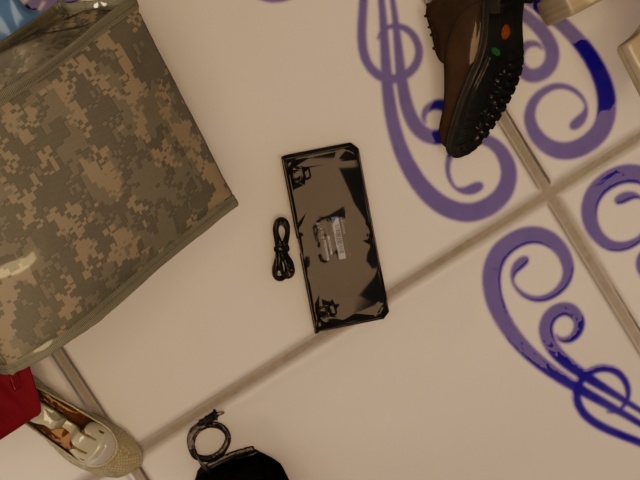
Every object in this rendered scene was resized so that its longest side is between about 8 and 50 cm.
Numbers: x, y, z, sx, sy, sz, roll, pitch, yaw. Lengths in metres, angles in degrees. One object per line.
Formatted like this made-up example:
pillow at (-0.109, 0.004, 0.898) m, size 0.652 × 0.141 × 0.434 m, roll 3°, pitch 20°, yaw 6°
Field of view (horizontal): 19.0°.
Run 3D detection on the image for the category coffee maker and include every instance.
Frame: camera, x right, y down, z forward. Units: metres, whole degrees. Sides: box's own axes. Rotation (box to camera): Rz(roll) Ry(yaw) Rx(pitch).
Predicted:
coffee maker at (-0.079, 0.271, 1.844) m, size 0.120 × 0.178 × 0.171 m, roll -45°, pitch 97°, yaw 1°

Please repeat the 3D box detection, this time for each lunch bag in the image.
lunch bag at (-0.255, -0.049, 1.734) m, size 0.287 × 0.169 × 0.235 m, roll -41°, pitch 117°, yaw -31°

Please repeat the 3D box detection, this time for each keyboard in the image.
keyboard at (0.000, 0.000, 1.901) m, size 0.108 × 0.023 × 0.180 m, roll -12°, pitch 96°, yaw -9°

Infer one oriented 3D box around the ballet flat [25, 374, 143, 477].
ballet flat at (-0.252, 0.187, 1.887) m, size 0.168 × 0.052 × 0.057 m, roll 32°, pitch 93°, yaw -6°

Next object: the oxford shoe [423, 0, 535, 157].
oxford shoe at (0.146, -0.194, 1.869) m, size 0.096 × 0.083 × 0.227 m, roll 24°, pitch 111°, yaw 34°

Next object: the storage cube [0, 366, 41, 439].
storage cube at (-0.401, 0.118, 1.776) m, size 0.215 × 0.193 × 0.183 m, roll -12°, pitch 96°, yaw 16°

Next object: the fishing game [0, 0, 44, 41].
fishing game at (-0.315, -0.151, 1.857) m, size 0.189 × 0.041 × 0.264 m, roll 14°, pitch 104°, yaw -3°

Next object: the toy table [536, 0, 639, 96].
toy table at (0.316, -0.271, 1.800) m, size 0.161 × 0.252 × 0.274 m, roll -29°, pitch 83°, yaw -17°
